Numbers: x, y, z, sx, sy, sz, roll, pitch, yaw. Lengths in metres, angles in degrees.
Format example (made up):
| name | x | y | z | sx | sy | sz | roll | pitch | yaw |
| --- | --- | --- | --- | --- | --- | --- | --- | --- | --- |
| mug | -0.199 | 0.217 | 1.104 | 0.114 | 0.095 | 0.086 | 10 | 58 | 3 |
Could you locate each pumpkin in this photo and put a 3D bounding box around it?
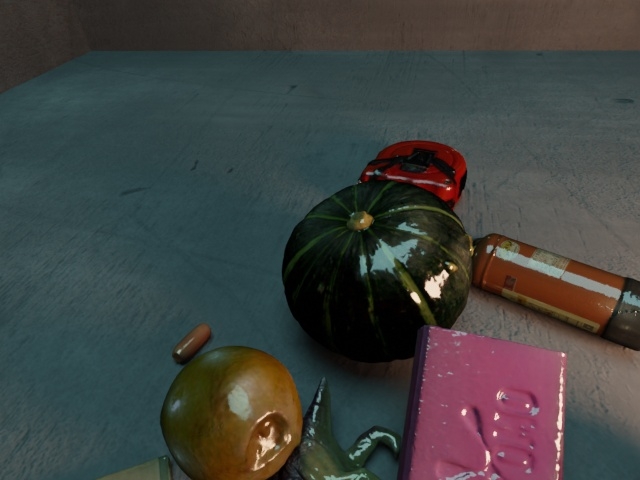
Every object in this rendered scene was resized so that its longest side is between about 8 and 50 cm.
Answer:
| name | x | y | z | sx | sy | sz | roll | pitch | yaw |
| --- | --- | --- | --- | --- | --- | --- | --- | --- | --- |
| pumpkin | 0.094 | 0.045 | 0.733 | 0.322 | 0.241 | 0.324 | -13 | 52 | 17 |

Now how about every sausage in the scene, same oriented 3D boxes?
| name | x | y | z | sx | sy | sz | roll | pitch | yaw |
| --- | --- | --- | --- | --- | --- | --- | --- | --- | --- |
| sausage | -0.235 | 0.186 | 0.786 | 0.034 | 0.034 | 0.083 | 18 | 43 | 26 |

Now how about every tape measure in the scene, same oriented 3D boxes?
| name | x | y | z | sx | sy | sz | roll | pitch | yaw |
| --- | --- | --- | --- | --- | --- | --- | --- | --- | --- |
| tape measure | 0.240 | -0.165 | 1.100 | 0.252 | 0.114 | 0.261 | 13 | 42 | 20 |

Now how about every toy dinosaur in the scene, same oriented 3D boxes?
| name | x | y | z | sx | sy | sz | roll | pitch | yaw |
| --- | --- | --- | --- | --- | --- | --- | --- | --- | --- |
| toy dinosaur | 0.002 | 0.328 | 0.551 | 0.161 | 0.077 | 0.294 | 9 | 41 | 20 |

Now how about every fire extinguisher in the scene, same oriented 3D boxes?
| name | x | y | z | sx | sy | sz | roll | pitch | yaw |
| --- | --- | --- | --- | --- | --- | --- | --- | --- | --- |
| fire extinguisher | 0.409 | 0.073 | 0.822 | 0.375 | 0.113 | 0.200 | 23 | 4 | 28 |

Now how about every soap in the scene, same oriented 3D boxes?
| name | x | y | z | sx | sy | sz | roll | pitch | yaw |
| --- | --- | --- | --- | --- | --- | --- | --- | --- | --- |
| soap | 0.194 | 0.246 | 0.527 | 0.180 | 0.081 | 0.260 | 11 | 74 | 7 |

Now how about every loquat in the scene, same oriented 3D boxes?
| name | x | y | z | sx | sy | sz | roll | pitch | yaw |
| --- | --- | --- | --- | --- | --- | --- | --- | --- | --- |
| loquat | -0.124 | 0.235 | 0.592 | 0.179 | 0.180 | 0.227 | -35 | 17 | -31 |

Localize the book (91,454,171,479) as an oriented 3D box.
| name | x | y | z | sx | sy | sz | roll | pitch | yaw |
| --- | --- | --- | --- | --- | --- | --- | --- | --- | --- |
| book | -0.273 | 0.425 | 0.506 | 0.214 | 0.025 | 0.283 | -14 | 41 | -12 |
